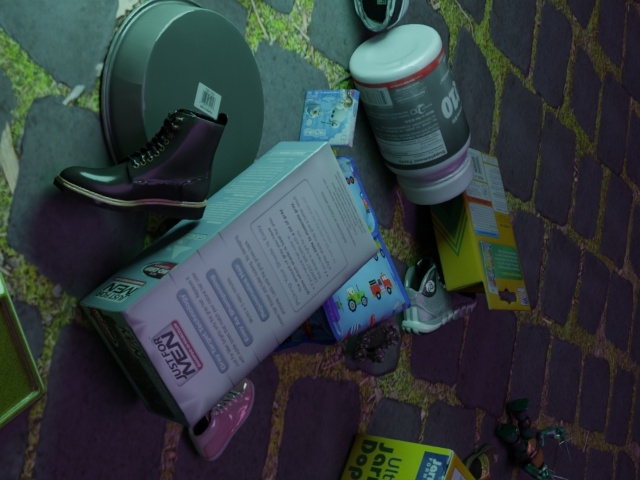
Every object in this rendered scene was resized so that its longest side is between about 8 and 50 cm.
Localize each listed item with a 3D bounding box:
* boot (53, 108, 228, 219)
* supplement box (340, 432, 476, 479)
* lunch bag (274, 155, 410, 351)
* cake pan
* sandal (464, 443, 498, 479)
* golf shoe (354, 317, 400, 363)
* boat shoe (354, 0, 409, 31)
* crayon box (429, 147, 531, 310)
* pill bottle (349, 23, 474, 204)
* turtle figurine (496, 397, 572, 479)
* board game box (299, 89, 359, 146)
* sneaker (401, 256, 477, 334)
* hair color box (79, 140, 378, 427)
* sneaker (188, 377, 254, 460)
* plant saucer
[{"bbox_3d":[-0.214,-0.106,1.269,0.197,0.077,0.137,5,112,-41],"label":"boot"},{"bbox_3d":[0.184,0.518,1.873,0.356,0.195,0.194,54,50,-45],"label":"supplement box"},{"bbox_3d":[0.000,0.000,1.643,0.221,0.138,0.293,-19,96,-53],"label":"lunch bag"},{"bbox_3d":[-0.171,-0.181,1.406,0.293,0.054,0.293,-6,97,-56],"label":"cake pan"},{"bbox_3d":[0.348,0.490,2.248,0.180,0.049,0.072,-26,114,-53],"label":"sandal"},{"bbox_3d":[0.092,0.147,1.776,0.176,0.069,0.086,118,-22,-66],"label":"golf shoe"},{"bbox_3d":[0.085,-0.497,1.714,0.105,0.113,0.307,-48,141,-62],"label":"boat shoe"},{"bbox_3d":[0.299,-0.013,2.027,0.203,0.083,0.323,8,68,-56],"label":"crayon box"},{"bbox_3d":[0.167,-0.213,1.816,0.161,0.161,0.283,-57,136,-37],"label":"pill bottle"},{"bbox_3d":[0.492,0.482,2.408,0.234,0.118,0.175,53,34,-25],"label":"turtle figurine"},{"bbox_3d":[0.013,-0.192,1.649,0.020,0.090,0.090,18,77,-57],"label":"board game box"},{"bbox_3d":[0.229,0.087,2.007,0.228,0.086,0.132,-25,110,-52],"label":"sneaker"},{"bbox_3d":[-0.107,0.046,1.375,0.374,0.113,0.185,-42,119,-30],"label":"hair color box"},{"bbox_3d":[-0.142,0.240,1.486,0.134,0.051,0.070,-60,143,-28],"label":"sneaker"},{"bbox_3d":[-0.378,0.142,1.128,0.188,0.045,0.188,-41,126,-47],"label":"plant saucer"}]
